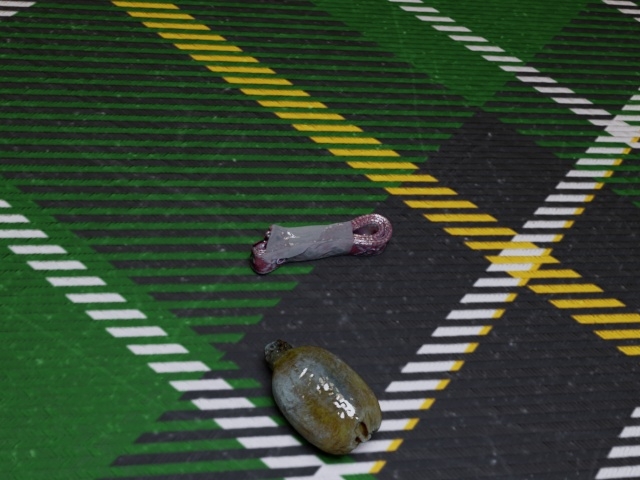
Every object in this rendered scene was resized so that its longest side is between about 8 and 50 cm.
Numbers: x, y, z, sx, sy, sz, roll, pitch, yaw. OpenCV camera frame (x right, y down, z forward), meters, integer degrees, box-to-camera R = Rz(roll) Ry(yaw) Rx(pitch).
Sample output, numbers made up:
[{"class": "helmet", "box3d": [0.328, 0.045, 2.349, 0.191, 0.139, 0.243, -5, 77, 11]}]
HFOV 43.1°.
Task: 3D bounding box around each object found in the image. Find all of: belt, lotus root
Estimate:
[{"class": "belt", "box3d": [0.000, 0.000, 1.280, 0.232, 0.053, 0.071, -9, 64, -17]}, {"class": "lotus root", "box3d": [-0.005, 0.206, 1.105, 0.113, 0.088, 0.192, -38, 68, -24]}]
